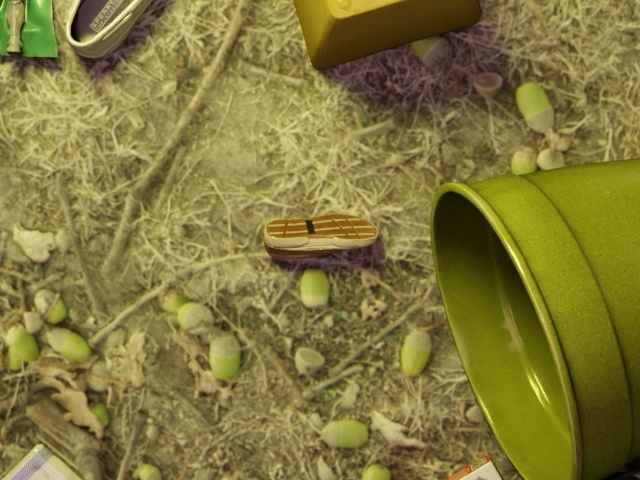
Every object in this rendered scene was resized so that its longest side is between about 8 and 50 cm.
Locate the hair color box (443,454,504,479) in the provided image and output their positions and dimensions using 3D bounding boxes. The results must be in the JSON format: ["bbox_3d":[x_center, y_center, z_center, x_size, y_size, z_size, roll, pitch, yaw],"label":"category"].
[{"bbox_3d":[0.153,0.339,1.812,0.167,0.053,0.093,-30,91,3],"label":"hair color box"}]

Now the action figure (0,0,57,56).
[{"bbox_3d":[-0.372,-0.335,1.783,0.137,0.063,0.232,3,89,4],"label":"action figure"}]

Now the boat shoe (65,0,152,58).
[{"bbox_3d":[-0.211,-0.324,1.767,0.095,0.084,0.258,29,93,-1],"label":"boat shoe"}]

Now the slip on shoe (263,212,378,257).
[{"bbox_3d":[0.000,0.000,1.805,0.135,0.051,0.041,-4,133,-7],"label":"slip on shoe"}]

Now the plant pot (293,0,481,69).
[{"bbox_3d":[0.062,-0.328,1.713,0.212,0.187,0.212,-17,92,1],"label":"plant pot"}]

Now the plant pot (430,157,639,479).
[{"bbox_3d":[0.353,0.056,1.674,0.353,0.366,0.366,-19,92,-10],"label":"plant pot"}]

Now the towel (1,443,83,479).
[{"bbox_3d":[-0.309,0.407,1.830,0.285,0.034,0.209,43,90,-3],"label":"towel"}]

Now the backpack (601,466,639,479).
[{"bbox_3d":[0.431,0.357,1.618,0.355,0.273,0.290,-20,71,41],"label":"backpack"}]
